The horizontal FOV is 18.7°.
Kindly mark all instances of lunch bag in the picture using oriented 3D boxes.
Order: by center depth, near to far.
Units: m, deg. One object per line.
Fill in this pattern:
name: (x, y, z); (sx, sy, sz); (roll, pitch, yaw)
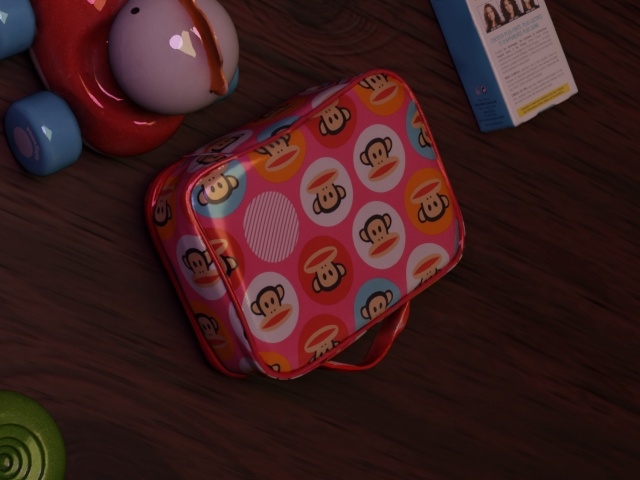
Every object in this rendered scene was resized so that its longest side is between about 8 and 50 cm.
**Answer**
lunch bag: (0.000, 0.000, 1.836); (0.293, 0.120, 0.258); (-31, 104, -32)

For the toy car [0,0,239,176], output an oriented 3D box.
toy car: (-0.150, -0.183, 1.680); (0.219, 0.238, 0.210); (-26, 100, -33)

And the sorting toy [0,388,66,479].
sorting toy: (-0.262, 0.168, 1.645); (0.127, 0.126, 0.365); (-34, 104, -31)

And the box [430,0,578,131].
box: (0.174, -0.243, 2.007); (0.100, 0.060, 0.244); (-28, 102, -32)
